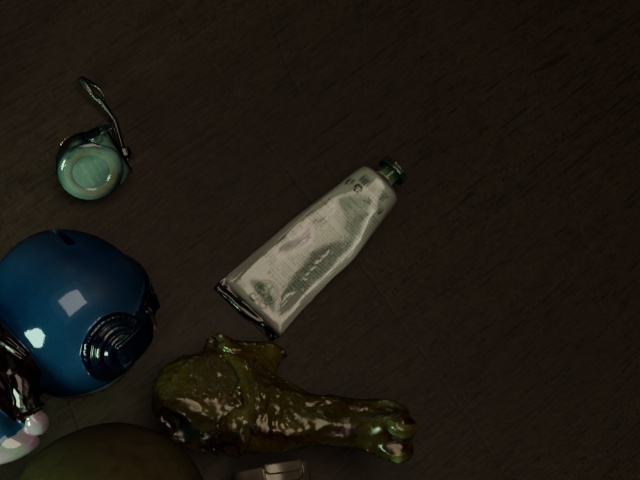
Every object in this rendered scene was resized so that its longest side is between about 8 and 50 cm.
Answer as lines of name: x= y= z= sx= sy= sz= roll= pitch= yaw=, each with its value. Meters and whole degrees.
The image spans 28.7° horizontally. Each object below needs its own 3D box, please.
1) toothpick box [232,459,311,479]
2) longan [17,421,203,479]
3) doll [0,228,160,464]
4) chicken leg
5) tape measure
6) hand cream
toothpick box: x=-0.057 y=0.402 z=1.742 sx=0.111 sy=0.111 sz=0.181 roll=-6 pitch=79 yaw=-17
longan: x=-0.268 y=0.386 z=1.593 sx=0.297 sy=0.297 sz=0.297 roll=4 pitch=75 yaw=-15
doll: x=-0.366 y=0.122 z=1.661 sx=0.310 sy=0.284 sz=0.240 roll=-34 pitch=129 yaw=-25
chicken leg: x=-0.057 y=0.226 z=1.761 sx=0.361 sy=0.140 sz=0.212 roll=5 pitch=41 yaw=-10
tape measure: x=-0.344 y=-0.147 z=1.847 sx=0.107 sy=0.104 sz=0.180 roll=-25 pitch=48 yaw=2
hand cream: x=0.000 y=0.000 z=1.896 sx=0.121 sy=0.076 sz=0.336 roll=45 pitch=75 yaw=5
